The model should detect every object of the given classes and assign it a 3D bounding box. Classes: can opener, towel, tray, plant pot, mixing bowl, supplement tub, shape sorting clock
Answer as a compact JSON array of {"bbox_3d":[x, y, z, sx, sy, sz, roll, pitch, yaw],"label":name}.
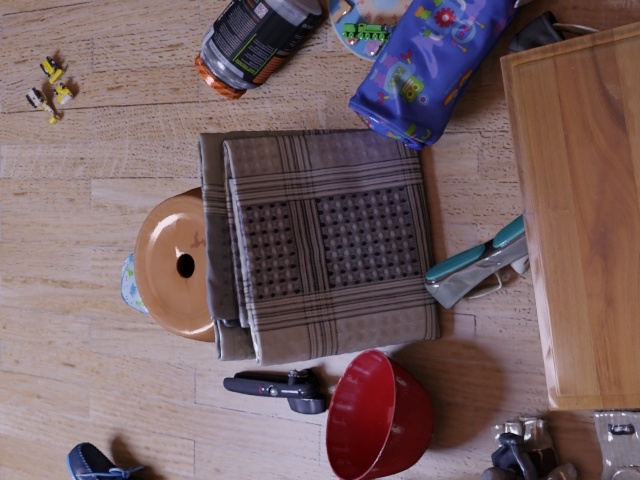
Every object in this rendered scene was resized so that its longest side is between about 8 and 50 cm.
[{"bbox_3d":[-0.075,0.225,1.434,0.186,0.059,0.073,3,93,33],"label":"can opener"},{"bbox_3d":[0.000,0.000,1.254,0.056,0.324,0.312,167,97,-73],"label":"towel"},{"bbox_3d":[0.333,-0.023,1.042,0.202,0.076,0.411,-9,87,32],"label":"tray"},{"bbox_3d":[-0.137,0.033,1.384,0.290,0.203,0.291,1,92,34],"label":"plant pot"},{"bbox_3d":[0.093,0.248,1.282,0.181,0.098,0.182,-47,33,45],"label":"mixing bowl"},{"bbox_3d":[-0.097,-0.309,1.399,0.190,0.117,0.117,-43,69,25],"label":"supplement tub"},{"bbox_3d":[0.093,-0.355,1.319,0.206,0.040,0.206,1,91,33],"label":"shape sorting clock"}]

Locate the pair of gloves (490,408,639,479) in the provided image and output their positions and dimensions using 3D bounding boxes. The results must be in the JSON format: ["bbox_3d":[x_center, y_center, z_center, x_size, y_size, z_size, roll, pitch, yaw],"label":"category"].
[{"bbox_3d":[0.331,0.312,1.179,0.240,0.042,0.204,-17,88,39],"label":"pair of gloves"}]

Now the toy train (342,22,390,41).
[{"bbox_3d":[0.065,-0.295,1.318,0.083,0.017,0.024,12,98,38],"label":"toy train"}]

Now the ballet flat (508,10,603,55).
[{"bbox_3d":[0.350,-0.193,1.128,0.280,0.095,0.096,41,100,26],"label":"ballet flat"}]

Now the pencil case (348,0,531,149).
[{"bbox_3d":[0.167,-0.259,1.203,0.133,0.119,0.306,39,102,20],"label":"pencil case"}]

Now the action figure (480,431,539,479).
[{"bbox_3d":[0.202,0.435,1.170,0.330,0.178,0.342,-30,77,48],"label":"action figure"}]

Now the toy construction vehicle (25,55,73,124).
[{"bbox_3d":[-0.490,-0.273,1.711,0.086,0.035,0.098,-45,70,14],"label":"toy construction vehicle"}]

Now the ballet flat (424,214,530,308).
[{"bbox_3d":[0.236,0.024,1.230,0.213,0.072,0.068,-33,102,27],"label":"ballet flat"}]

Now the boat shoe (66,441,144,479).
[{"bbox_3d":[-0.321,0.434,1.590,0.258,0.109,0.089,45,107,6],"label":"boat shoe"}]

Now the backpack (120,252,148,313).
[{"bbox_3d":[-0.281,0.070,1.549,0.114,0.084,0.105,16,98,35],"label":"backpack"}]

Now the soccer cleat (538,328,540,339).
[{"bbox_3d":[0.404,0.130,1.115,0.289,0.093,0.121,10,122,30],"label":"soccer cleat"}]
